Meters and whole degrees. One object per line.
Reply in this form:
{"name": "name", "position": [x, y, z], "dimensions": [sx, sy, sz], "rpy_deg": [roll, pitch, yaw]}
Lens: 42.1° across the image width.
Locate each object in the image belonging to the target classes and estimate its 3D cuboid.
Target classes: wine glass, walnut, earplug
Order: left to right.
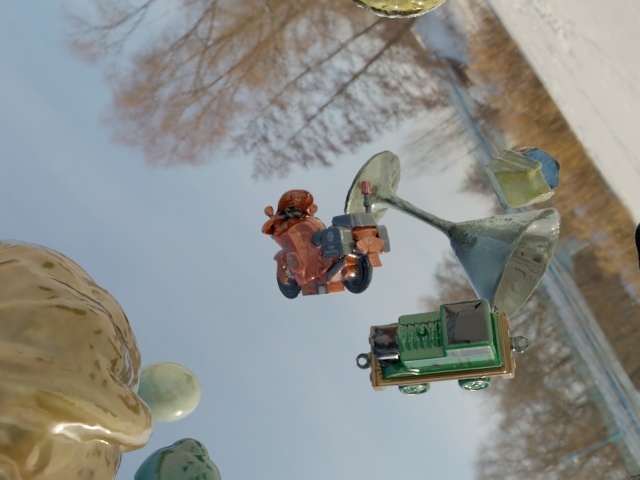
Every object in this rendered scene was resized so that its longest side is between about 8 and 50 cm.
{"name": "walnut", "position": [-0.297, 0.149, 0.775], "dimensions": [0.285, 0.285, 0.297], "rpy_deg": [40, -133, -44]}
{"name": "earplug", "position": [-0.215, 0.413, 1.166], "dimensions": [0.163, 0.257, 0.280], "rpy_deg": [20, -114, -14]}
{"name": "wine glass", "position": [0.266, -0.029, 1.765], "dimensions": [0.406, 0.267, 0.267], "rpy_deg": [29, -177, 27]}

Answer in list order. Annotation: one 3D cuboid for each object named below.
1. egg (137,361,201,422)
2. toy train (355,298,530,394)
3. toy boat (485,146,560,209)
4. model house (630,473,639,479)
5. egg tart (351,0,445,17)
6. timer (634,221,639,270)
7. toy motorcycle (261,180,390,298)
{"name": "egg", "position": [-0.299, 0.286, 1.570], "dimensions": [0.114, 0.152, 0.114], "rpy_deg": [1, -90, -70]}
{"name": "toy train", "position": [0.152, 0.134, 1.067], "dimensions": [0.136, 0.227, 0.091], "rpy_deg": [64, -157, -57]}
{"name": "toy boat", "position": [0.210, -0.068, 0.861], "dimensions": [0.065, 0.066, 0.172], "rpy_deg": [63, -173, -5]}
{"name": "model house", "position": [0.512, 0.405, 1.236], "dimensions": [0.176, 0.181, 0.248], "rpy_deg": [44, 170, -13]}
{"name": "egg tart", "position": [0.108, -0.443, 1.297], "dimensions": [0.234, 0.234, 0.094], "rpy_deg": [60, 162, 11]}
{"name": "timer", "position": [0.536, 0.030, 1.266], "dimensions": [0.144, 0.055, 0.187], "rpy_deg": [92, 178, -59]}
{"name": "toy motorcycle", "position": [0.000, 0.000, 1.632], "dimensions": [0.147, 0.325, 0.221], "rpy_deg": [-5, -92, -38]}
